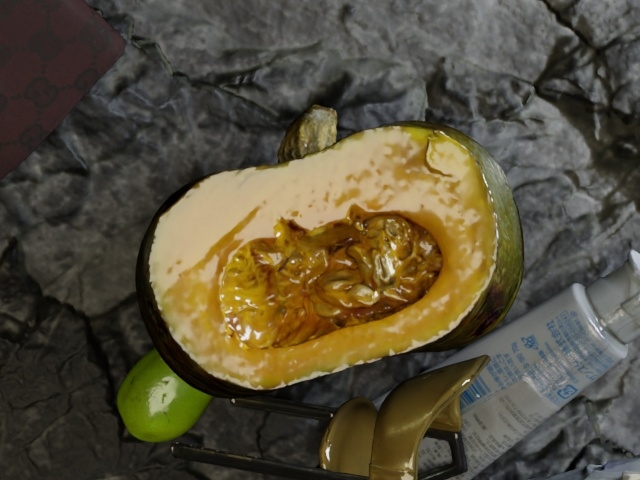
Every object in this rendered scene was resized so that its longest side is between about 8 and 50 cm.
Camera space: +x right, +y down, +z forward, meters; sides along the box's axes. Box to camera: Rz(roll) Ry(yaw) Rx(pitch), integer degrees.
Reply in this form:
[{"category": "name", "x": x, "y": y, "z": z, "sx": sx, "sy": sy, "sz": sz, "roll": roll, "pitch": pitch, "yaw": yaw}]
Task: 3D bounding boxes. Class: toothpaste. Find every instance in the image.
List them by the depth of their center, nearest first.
[{"category": "toothpaste", "x": 0.158, "y": 0.118, "z": 1.586, "sx": 0.299, "sy": 0.073, "sz": 0.114, "roll": -36, "pitch": 97, "yaw": 18}]

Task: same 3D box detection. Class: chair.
[{"category": "chair", "x": 0.025, "y": 0.188, "z": 1.533, "sx": 0.247, "sy": 0.159, "sz": 0.172, "roll": -6, "pitch": 99, "yaw": 19}]

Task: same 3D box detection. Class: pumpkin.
[{"category": "pumpkin", "x": 0.000, "y": 0.000, "z": 1.522, "sx": 0.317, "sy": 0.139, "sz": 0.222, "roll": -15, "pitch": 85, "yaw": 8}]

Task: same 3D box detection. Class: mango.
[{"category": "mango", "x": -0.124, "y": 0.123, "z": 1.608, "sx": 0.108, "sy": 0.056, "sz": 0.073, "roll": -39, "pitch": 100, "yaw": -2}]

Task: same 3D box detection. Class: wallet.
[{"category": "wallet", "x": -0.281, "y": -0.154, "z": 1.495, "sx": 0.182, "sy": 0.049, "sz": 0.229, "roll": -45, "pitch": 138, "yaw": 1}]

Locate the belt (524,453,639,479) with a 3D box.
[{"category": "belt", "x": 0.225, "y": 0.278, "z": 1.564, "sx": 0.289, "sy": 0.164, "sz": 0.184, "roll": -14, "pitch": 80, "yaw": 16}]
